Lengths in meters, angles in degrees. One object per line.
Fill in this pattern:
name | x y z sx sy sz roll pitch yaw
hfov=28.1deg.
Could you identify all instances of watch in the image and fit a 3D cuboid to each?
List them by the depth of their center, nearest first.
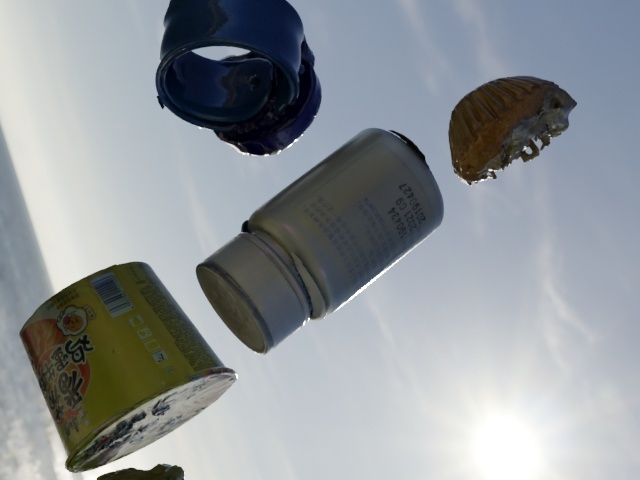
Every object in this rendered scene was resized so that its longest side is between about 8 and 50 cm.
watch | -0.106 -0.206 1.500 0.200 0.196 0.171 48 27 -50

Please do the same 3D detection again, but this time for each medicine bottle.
medicine bottle | 0.000 0.000 1.390 0.143 0.258 0.143 44 -22 23

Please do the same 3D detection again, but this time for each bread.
bread | 0.354 -0.222 2.467 0.149 0.274 0.274 51 -19 18

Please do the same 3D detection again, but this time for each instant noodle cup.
instant noodle cup | -0.275 0.165 1.733 0.200 0.264 0.264 57 -15 14

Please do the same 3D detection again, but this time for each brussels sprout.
brussels sprout | -0.266 0.379 1.762 0.139 0.181 0.100 19 -56 49
